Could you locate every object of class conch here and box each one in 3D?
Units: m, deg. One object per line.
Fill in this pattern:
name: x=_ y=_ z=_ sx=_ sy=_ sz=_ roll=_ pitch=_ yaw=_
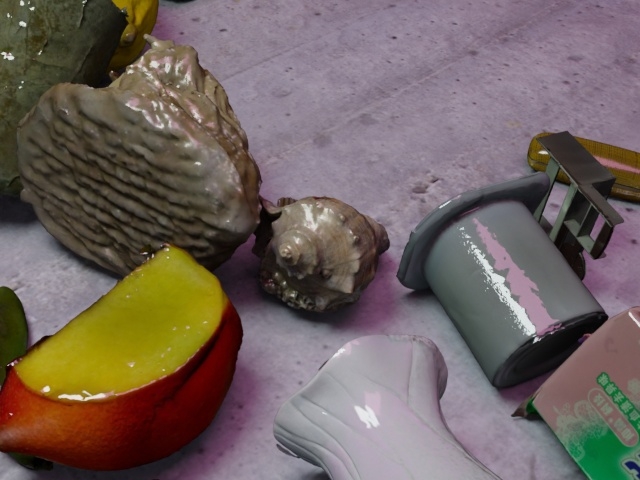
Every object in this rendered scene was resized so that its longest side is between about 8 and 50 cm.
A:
conch: x=0.000 y=0.000 z=0.991 sx=0.178 sy=0.163 sz=0.245 roll=49 pitch=26 yaw=15

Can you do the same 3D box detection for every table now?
table: x=0.331 y=-0.032 z=1.061 sx=0.062 sy=0.146 sz=0.175 roll=-14 pitch=49 yaw=-20

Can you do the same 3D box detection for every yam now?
yam: x=-0.388 y=-0.205 z=1.035 sx=0.195 sy=0.195 sz=0.300 roll=27 pitch=92 yaw=19

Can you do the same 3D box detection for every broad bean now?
broad bean: x=-0.342 y=0.143 z=0.874 sx=0.065 sy=0.046 sz=0.254 roll=-7 pitch=48 yaw=-24

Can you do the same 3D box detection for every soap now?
soap: x=0.350 y=0.214 z=0.806 sx=0.098 sy=0.218 sz=0.273 roll=7 pitch=39 yaw=-42

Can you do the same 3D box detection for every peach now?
peach: x=-0.186 y=0.147 z=0.808 sx=0.154 sy=0.158 sz=0.267 roll=21 pitch=44 yaw=28

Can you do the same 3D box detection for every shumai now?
shumai: x=-0.172 y=-0.107 z=0.993 sx=0.314 sy=0.267 sz=0.262 roll=15 pitch=38 yaw=23

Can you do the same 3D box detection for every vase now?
vase: x=0.119 y=0.286 z=0.673 sx=0.250 sy=0.250 sz=0.445 roll=-13 pitch=44 yaw=-19

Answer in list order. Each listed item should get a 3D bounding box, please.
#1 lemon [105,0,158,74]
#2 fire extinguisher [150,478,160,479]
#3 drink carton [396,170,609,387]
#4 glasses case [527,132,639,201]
lemon: x=-0.384 y=-0.386 z=1.235 sx=0.268 sy=0.268 sz=0.322 roll=-20 pitch=44 yaw=-25
fire extinguisher: x=-0.238 y=0.298 z=0.726 sx=0.231 sy=0.071 sz=0.099 roll=-25 pitch=26 yaw=-27
drink carton: x=0.215 y=0.061 z=0.952 sx=0.191 sy=0.185 sz=0.189 roll=-14 pitch=60 yaw=-22
glasses case: x=0.428 y=-0.109 z=1.210 sx=0.234 sy=0.064 sz=0.079 roll=16 pitch=39 yaw=10
